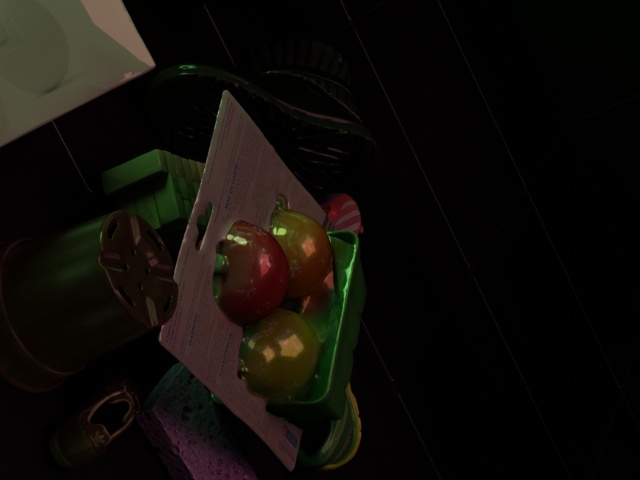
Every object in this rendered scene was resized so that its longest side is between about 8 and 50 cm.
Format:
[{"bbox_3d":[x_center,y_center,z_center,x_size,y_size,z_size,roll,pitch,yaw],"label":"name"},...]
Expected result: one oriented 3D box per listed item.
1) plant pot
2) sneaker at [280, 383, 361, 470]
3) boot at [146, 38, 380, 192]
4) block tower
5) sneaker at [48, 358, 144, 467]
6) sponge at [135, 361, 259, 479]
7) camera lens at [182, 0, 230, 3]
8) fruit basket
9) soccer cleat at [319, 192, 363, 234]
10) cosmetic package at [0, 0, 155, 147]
[{"bbox_3d":[-0.247,0.053,1.524,0.167,0.165,0.167,43,35,-40],"label":"plant pot"},{"bbox_3d":[-0.026,0.157,1.935,0.123,0.109,0.295,-10,79,-68],"label":"sneaker"},{"bbox_3d":[-0.091,-0.202,2.046,0.348,0.131,0.260,20,31,-28],"label":"boot"},{"bbox_3d":[-0.135,-0.033,1.891,0.335,0.091,0.097,15,57,-58],"label":"block tower"},{"bbox_3d":[-0.218,0.181,1.589,0.066,0.071,0.188,60,27,-16],"label":"sneaker"},{"bbox_3d":[-0.134,0.256,1.738,0.210,0.031,0.117,61,26,-14],"label":"sponge"},{"bbox_3d":[-0.157,-0.480,2.043,0.219,0.219,0.274,43,36,-42],"label":"camera lens"},{"bbox_3d":[-0.079,0.055,1.737,0.353,0.165,0.327,46,47,-47],"label":"fruit basket"},{"bbox_3d":[0.000,0.000,2.146,0.095,0.083,0.248,47,35,-28],"label":"soccer cleat"},{"bbox_3d":[-0.328,-0.218,1.493,0.224,0.138,0.224,-31,102,-24],"label":"cosmetic package"}]
